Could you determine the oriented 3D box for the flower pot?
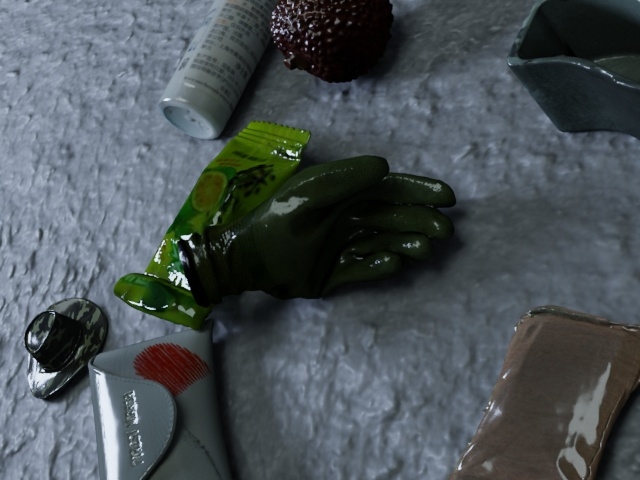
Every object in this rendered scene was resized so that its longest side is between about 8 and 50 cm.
[{"bbox_3d":[0.280,-0.143,1.166,0.229,0.108,0.103,20,71,45],"label":"flower pot"}]

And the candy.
[{"bbox_3d":[-0.099,-0.020,1.408,0.149,0.069,0.246,17,72,50],"label":"candy"}]

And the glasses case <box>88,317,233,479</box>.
[{"bbox_3d":[-0.145,0.190,1.261,0.128,0.083,0.308,-32,43,16],"label":"glasses case"}]

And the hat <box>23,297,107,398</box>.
[{"bbox_3d":[-0.287,0.109,1.471,0.121,0.050,0.121,-20,50,26],"label":"hat"}]

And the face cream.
[{"bbox_3d":[-0.094,-0.244,1.578,0.082,0.082,0.269,5,60,42],"label":"face cream"}]

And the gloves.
[{"bbox_3d":[-0.003,-0.006,1.281,0.268,0.135,0.107,-12,28,14],"label":"gloves"}]

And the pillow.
[{"bbox_3d":[0.173,0.149,1.074,0.135,0.034,0.211,12,68,41],"label":"pillow"}]

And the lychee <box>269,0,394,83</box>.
[{"bbox_3d":[0.015,-0.225,1.448,0.129,0.123,0.123,-28,35,-25],"label":"lychee"}]
